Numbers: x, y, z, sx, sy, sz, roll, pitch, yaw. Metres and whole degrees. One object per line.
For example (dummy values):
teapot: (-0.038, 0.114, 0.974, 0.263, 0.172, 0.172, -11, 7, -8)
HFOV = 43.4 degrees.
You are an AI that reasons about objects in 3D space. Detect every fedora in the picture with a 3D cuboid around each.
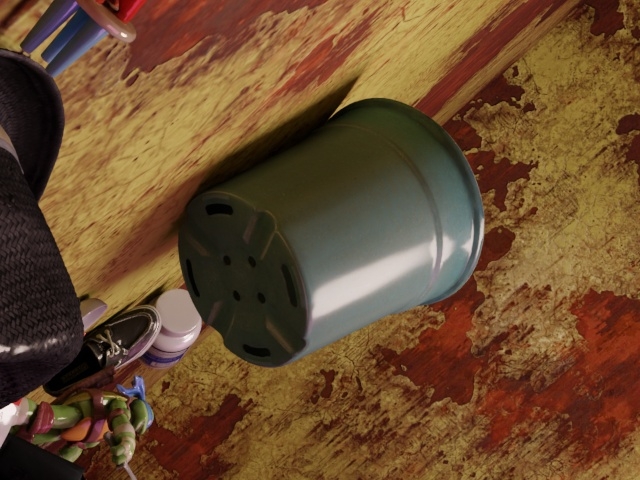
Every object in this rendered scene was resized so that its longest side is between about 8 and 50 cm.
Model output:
fedora: (-0.236, 0.044, 0.460, 0.334, 0.152, 0.334, -41, 176, -3)

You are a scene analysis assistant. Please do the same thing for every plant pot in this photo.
plant pot: (0.000, 0.000, 1.159, 0.334, 0.341, 0.341, -27, 167, -41)

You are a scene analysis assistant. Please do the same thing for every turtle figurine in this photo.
turtle figurine: (-0.369, 0.322, 1.189, 0.197, 0.266, 0.275, 6, -97, 54)

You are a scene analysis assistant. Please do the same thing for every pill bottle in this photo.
pill bottle: (-0.282, 0.160, 1.489, 0.112, 0.112, 0.187, -39, 174, -33)

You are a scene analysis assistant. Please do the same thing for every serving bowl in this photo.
serving bowl: (-0.327, 0.104, 1.081, 0.083, 0.027, 0.083, -41, 175, -4)

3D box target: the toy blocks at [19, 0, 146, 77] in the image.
toy blocks: (-0.105, -0.143, 0.393, 0.148, 0.054, 0.123, -42, 176, 11)

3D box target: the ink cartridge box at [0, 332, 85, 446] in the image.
ink cartridge box: (-0.331, 0.138, 0.685, 0.224, 0.056, 0.181, -40, 144, 3)

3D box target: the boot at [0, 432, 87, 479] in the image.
boot: (-0.437, 0.324, 1.042, 0.246, 0.207, 0.094, -45, -166, 29)

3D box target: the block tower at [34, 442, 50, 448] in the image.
block tower: (-0.588, 0.395, 1.267, 0.335, 0.091, 0.097, -39, 175, -16)

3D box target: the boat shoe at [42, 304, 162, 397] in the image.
boat shoe: (-0.353, 0.183, 1.316, 0.219, 0.078, 0.070, -39, 176, -15)
